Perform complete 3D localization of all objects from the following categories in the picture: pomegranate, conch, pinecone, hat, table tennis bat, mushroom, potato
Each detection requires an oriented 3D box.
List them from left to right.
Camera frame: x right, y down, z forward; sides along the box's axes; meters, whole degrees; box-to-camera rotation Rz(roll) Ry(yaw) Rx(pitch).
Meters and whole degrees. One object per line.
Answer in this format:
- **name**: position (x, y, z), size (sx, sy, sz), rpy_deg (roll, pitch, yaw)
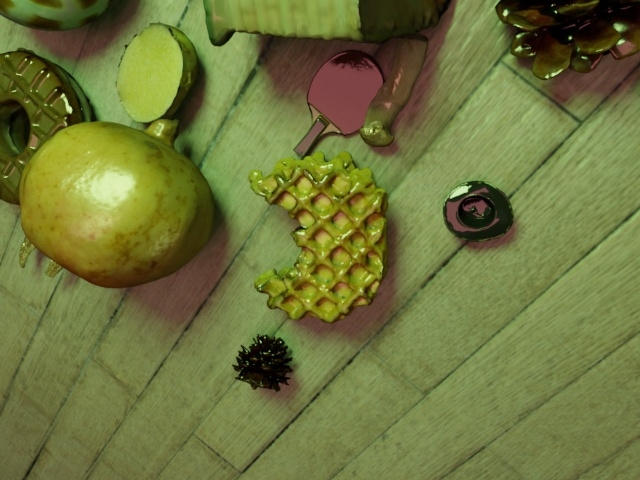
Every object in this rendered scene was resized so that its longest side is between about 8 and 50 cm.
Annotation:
- **conch**: position (-0.510, -0.509, 0.769), size (0.367, 0.197, 0.250), rpy_deg (33, 77, 9)
- **pomegranate**: position (-0.365, -0.086, 0.800), size (0.341, 0.342, 0.343), rpy_deg (5, 109, 14)
- **potato**: position (-0.310, -0.320, 0.832), size (0.200, 0.081, 0.164), rpy_deg (-37, 83, 27)
- **pinecone**: position (-0.123, 0.271, 0.944), size (0.140, 0.140, 0.121), rpy_deg (11, 77, 12)
- **table tennis bat**: position (0.025, -0.245, 0.791), size (0.130, 0.019, 0.220), rpy_deg (42, 112, -1)
- **mushroom**: position (0.130, -0.258, 0.737), size (0.059, 0.054, 0.202), rpy_deg (16, 108, -29)
- **hat**: position (0.282, -0.052, 0.762), size (0.121, 0.050, 0.121), rpy_deg (6, 108, 19)
- **pinecone**: position (0.347, -0.354, 0.572), size (0.202, 0.201, 0.229), rpy_deg (-21, 76, 7)

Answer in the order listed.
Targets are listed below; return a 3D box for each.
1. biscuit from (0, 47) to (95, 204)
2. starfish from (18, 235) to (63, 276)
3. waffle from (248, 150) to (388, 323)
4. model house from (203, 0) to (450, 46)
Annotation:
- **biscuit**: position (-0.630, -0.232, 0.913), size (0.331, 0.103, 0.333), rpy_deg (2, 97, 16)
- **starfish**: position (-0.643, -0.074, 1.015), size (0.298, 0.060, 0.303), rpy_deg (-20, 90, 22)
- **waffle**: position (0.000, 0.000, 0.808), size (0.260, 0.151, 0.325), rpy_deg (6, 113, 16)
- **model house**: position (-0.037, -0.519, 0.568), size (0.399, 0.395, 0.446), rpy_deg (16, 129, 27)
